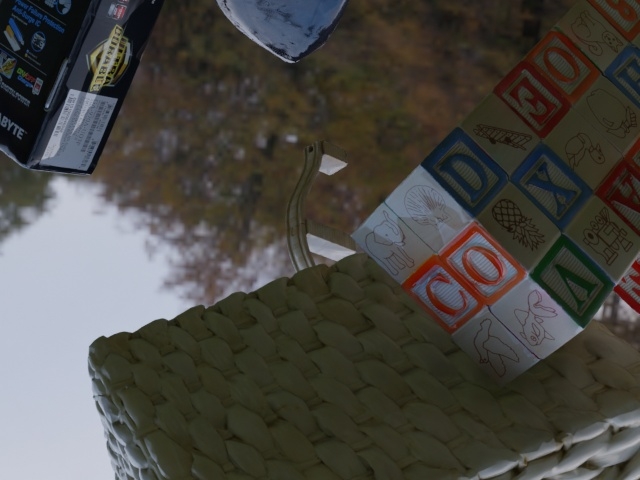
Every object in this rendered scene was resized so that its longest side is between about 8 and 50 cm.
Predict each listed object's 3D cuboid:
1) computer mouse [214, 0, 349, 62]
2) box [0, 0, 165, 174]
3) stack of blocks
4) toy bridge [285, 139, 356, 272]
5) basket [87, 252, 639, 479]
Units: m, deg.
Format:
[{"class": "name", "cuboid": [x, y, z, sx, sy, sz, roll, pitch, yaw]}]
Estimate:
[{"class": "computer mouse", "cuboid": [-0.012, -0.186, 0.468, 0.060, 0.184, 0.262, -2, 159, -18]}, {"class": "box", "cuboid": [-0.177, -0.161, 0.787, 0.220, 0.175, 0.051, 34, -163, 33]}, {"class": "stack of blocks", "cuboid": [0.174, -0.042, 0.895, 0.171, 0.087, 0.297, 45, -130, 1]}, {"class": "toy bridge", "cuboid": [0.000, 0.000, 1.197, 0.063, 0.188, 0.026, 22, 144, -40]}, {"class": "basket", "cuboid": [0.044, 0.194, 0.947, 0.328, 0.266, 0.331, -18, -154, -15]}]
